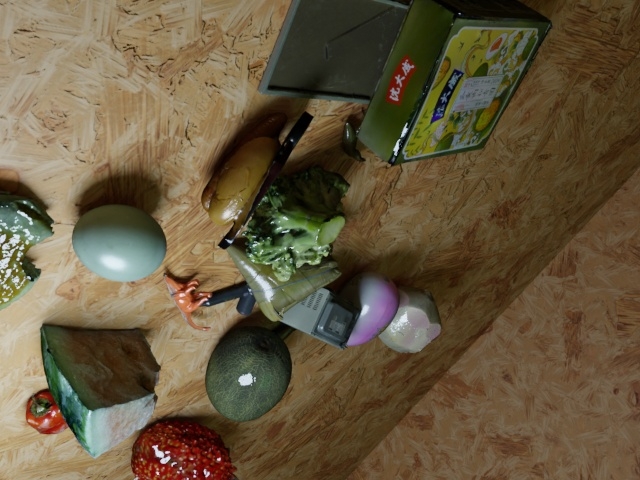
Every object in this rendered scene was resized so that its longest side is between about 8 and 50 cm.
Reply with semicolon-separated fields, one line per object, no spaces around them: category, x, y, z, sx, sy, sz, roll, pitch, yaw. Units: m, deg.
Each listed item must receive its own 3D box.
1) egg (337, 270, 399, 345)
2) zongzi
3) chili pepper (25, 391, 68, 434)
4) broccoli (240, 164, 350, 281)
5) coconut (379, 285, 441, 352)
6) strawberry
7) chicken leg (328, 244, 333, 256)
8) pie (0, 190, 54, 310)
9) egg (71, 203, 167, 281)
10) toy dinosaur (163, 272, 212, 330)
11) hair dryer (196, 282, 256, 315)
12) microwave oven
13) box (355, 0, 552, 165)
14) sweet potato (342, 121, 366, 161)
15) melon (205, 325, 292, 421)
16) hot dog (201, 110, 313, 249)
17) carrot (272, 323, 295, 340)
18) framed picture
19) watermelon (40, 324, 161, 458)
egg;0.134;0.218;2.064;0.196;0.196;0.271;-3;148;-45
zongzi;-0.096;0.047;1.634;0.228;0.115;0.256;-33;111;-7
chili pepper;-0.652;0.404;1.540;0.192;0.084;0.086;91;22;-53
broccoli;-0.028;-0.037;1.507;0.248;0.246;0.288;26;92;-41
coconut;0.317;0.271;2.289;0.230;0.227;0.227;-45;149;19
strawberry;-0.444;0.686;1.968;0.343;0.292;0.292;28;108;-38
chicken leg;-0.003;0.002;1.758;0.101;0.085;0.207;-50;158;-7
pie;-0.619;0.031;1.131;0.303;0.067;0.302;-28;145;-22
egg;-0.390;0.005;1.266;0.149;0.149;0.192;-49;146;12
toy dinosaur;-0.318;0.149;1.598;0.102;0.055;0.279;-20;135;10
hair dryer;-0.237;0.129;1.692;0.195;0.050;0.173;-4;130;-41
microwave oven;-0.009;0.207;1.871;0.240;0.194;0.145;39;70;-58
box;0.321;-0.384;1.549;0.420;0.138;0.372;-15;140;-42
sweet potato;0.075;-0.235;1.584;0.041;0.038;0.153;-1;149;17
melon;-0.208;0.380;1.840;0.238;0.237;0.301;-12;143;-39
hot dog;-0.156;-0.147;1.373;0.326;0.107;0.194;-59;-168;-12
carrot;-0.079;0.254;2.019;0.254;0.049;0.049;-39;149;-13
framed picture;0.044;-0.404;1.358;0.335;0.022;0.247;-7;134;-43
watermelon;-0.497;0.329;1.448;0.151;0.264;0.302;-50;151;15
